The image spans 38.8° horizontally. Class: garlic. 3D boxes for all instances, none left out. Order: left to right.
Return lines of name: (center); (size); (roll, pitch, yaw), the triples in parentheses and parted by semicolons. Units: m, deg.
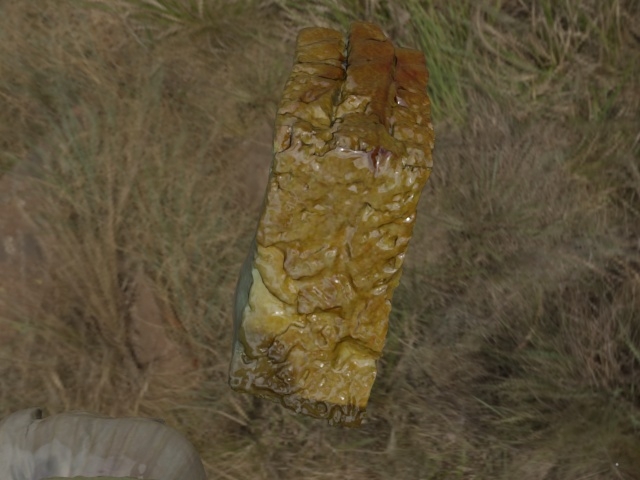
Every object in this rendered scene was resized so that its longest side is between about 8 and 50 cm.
garlic: (-0.225, 0.309, 0.814); (0.321, 0.241, 0.322); (-4, 80, 24)

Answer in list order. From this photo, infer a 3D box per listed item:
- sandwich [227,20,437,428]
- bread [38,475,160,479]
sandwich: (0.000, 0.000, 0.793); (0.131, 0.262, 0.326); (11, 122, -3)
bread: (-0.018, 0.248, 0.500); (0.338, 0.155, 0.187); (12, 115, -7)
